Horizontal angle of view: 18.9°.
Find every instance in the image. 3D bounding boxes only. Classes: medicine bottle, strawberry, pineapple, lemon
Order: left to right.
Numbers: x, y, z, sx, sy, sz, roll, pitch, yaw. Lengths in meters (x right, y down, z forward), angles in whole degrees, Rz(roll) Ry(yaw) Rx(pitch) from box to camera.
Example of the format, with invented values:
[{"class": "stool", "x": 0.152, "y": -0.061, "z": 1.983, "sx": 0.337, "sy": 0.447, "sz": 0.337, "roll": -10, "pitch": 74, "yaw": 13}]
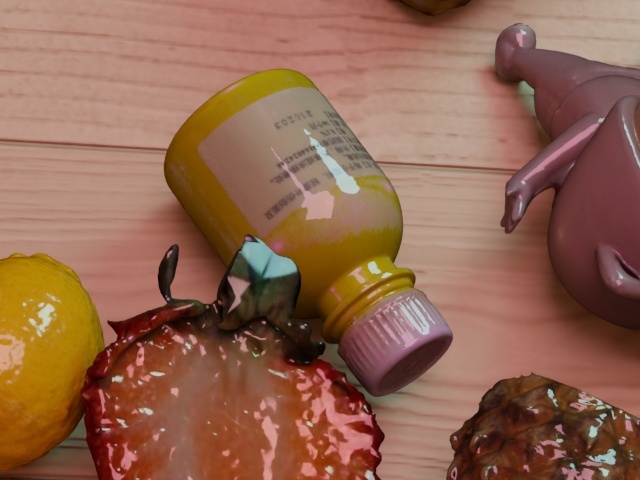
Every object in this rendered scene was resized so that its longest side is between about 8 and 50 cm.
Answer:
[{"class": "lemon", "x": -0.191, "y": 0.072, "z": 1.198, "sx": 0.114, "sy": 0.114, "sz": 0.155, "roll": 21, "pitch": 52, "yaw": 3}, {"class": "strawberry", "x": -0.061, "y": 0.145, "z": 1.177, "sx": 0.188, "sy": 0.106, "sz": 0.286, "roll": 5, "pitch": 73, "yaw": -19}, {"class": "medicine bottle", "x": 0.000, "y": 0.000, "z": 1.264, "sx": 0.122, "sy": 0.122, "sz": 0.212, "roll": -28, "pitch": 68, "yaw": -23}, {"class": "pineapple", "x": 0.114, "y": 0.224, "z": 1.141, "sx": 0.158, "sy": 0.158, "sz": 0.278, "roll": 23, "pitch": 63, "yaw": 5}]

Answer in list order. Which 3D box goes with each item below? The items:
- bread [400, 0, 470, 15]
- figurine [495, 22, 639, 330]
[{"class": "bread", "x": 0.072, "y": -0.275, "z": 1.379, "sx": 0.096, "sy": 0.222, "sz": 0.181, "roll": -37, "pitch": 75, "yaw": -24}, {"class": "figurine", "x": 0.224, "y": -0.067, "z": 1.317, "sx": 0.176, "sy": 0.186, "sz": 0.287, "roll": 22, "pitch": 38, "yaw": -25}]
